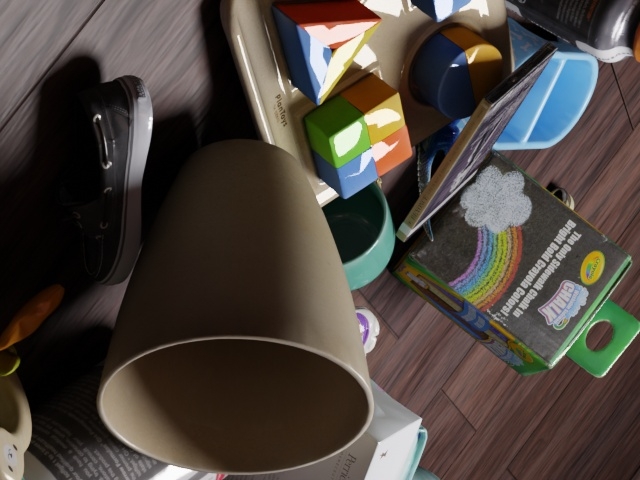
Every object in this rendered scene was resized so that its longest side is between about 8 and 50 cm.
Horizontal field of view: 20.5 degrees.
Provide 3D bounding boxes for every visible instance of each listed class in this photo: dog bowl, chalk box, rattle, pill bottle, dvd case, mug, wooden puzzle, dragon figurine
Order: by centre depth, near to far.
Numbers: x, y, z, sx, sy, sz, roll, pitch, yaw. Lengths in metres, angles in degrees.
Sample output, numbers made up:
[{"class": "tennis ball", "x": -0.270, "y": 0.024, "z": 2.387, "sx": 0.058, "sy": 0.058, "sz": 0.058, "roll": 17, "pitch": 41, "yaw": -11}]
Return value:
[{"class": "rattle", "x": -0.260, "y": 0.162, "z": 1.607, "sx": 0.143, "sy": 0.199, "sz": 0.130, "roll": -22, "pitch": 163, "yaw": 0}, {"class": "pill bottle", "x": -0.245, "y": 0.243, "z": 1.771, "sx": 0.318, "sy": 0.176, "sz": 0.176, "roll": -35, "pitch": 147, "yaw": -36}, {"class": "wooden puzzle", "x": 0.074, "y": -0.199, "z": 1.820, "sx": 0.348, "sy": 0.080, "sz": 0.322, "roll": -37, "pitch": 139, "yaw": -19}, {"class": "dvd case", "x": 0.171, "y": -0.109, "z": 1.949, "sx": 0.164, "sy": 0.018, "sz": 0.221, "roll": -41, "pitch": 166, "yaw": -47}, {"class": "mug", "x": 0.005, "y": -0.008, "z": 1.983, "sx": 0.097, "sy": 0.158, "sz": 0.129, "roll": 64, "pitch": 32, "yaw": -63}, {"class": "pill bottle", "x": 0.304, "y": -0.286, "z": 2.013, "sx": 0.130, "sy": 0.246, "sz": 0.130, "roll": -39, "pitch": 149, "yaw": -29}, {"class": "dragon figurine", "x": 0.128, "y": -0.146, "z": 2.052, "sx": 0.144, "sy": 0.085, "sz": 0.289, "roll": 0, "pitch": 116, "yaw": -57}, {"class": "chalk box", "x": 0.263, "y": 0.052, "z": 2.230, "sx": 0.180, "sy": 0.289, "sz": 0.179, "roll": -51, "pitch": 180, "yaw": -9}, {"class": "dog bowl", "x": 0.256, "y": -0.191, "z": 2.235, "sx": 0.297, "sy": 0.074, "sz": 0.166, "roll": -7, "pitch": 126, "yaw": -58}]

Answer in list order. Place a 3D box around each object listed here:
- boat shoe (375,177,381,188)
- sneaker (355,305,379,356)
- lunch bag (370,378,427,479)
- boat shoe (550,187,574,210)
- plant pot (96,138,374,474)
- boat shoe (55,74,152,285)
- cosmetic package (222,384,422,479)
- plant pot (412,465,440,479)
[{"class": "boat shoe", "x": 0.047, "y": -0.061, "z": 2.065, "sx": 0.045, "sy": 0.050, "sz": 0.135, "roll": -47, "pitch": 162, "yaw": -25}, {"class": "sneaker", "x": 0.015, "y": 0.160, "z": 2.261, "sx": 0.071, "sy": 0.068, "sz": 0.170, "roll": -2, "pitch": 114, "yaw": -41}, {"class": "lunch bag", "x": -0.011, "y": 0.274, "z": 2.143, "sx": 0.160, "sy": 0.223, "sz": 0.262, "roll": -22, "pitch": 139, "yaw": -37}, {"class": "boat shoe", "x": 0.314, "y": -0.011, "z": 2.564, "sx": 0.152, "sy": 0.056, "sz": 0.049, "roll": -62, "pitch": 150, "yaw": -9}, {"class": "plant pot", "x": -0.080, "y": 0.046, "z": 1.714, "sx": 0.256, "sy": 0.256, "sz": 0.274, "roll": 80, "pitch": 7, "yaw": -54}, {"class": "boat shoe", "x": -0.207, "y": -0.048, "z": 1.627, "sx": 0.076, "sy": 0.080, "sz": 0.228, "roll": -11, "pitch": 137, "yaw": -29}, {"class": "cosmetic package", "x": -0.076, "y": 0.284, "z": 1.979, "sx": 0.097, "sy": 0.284, "sz": 0.377, "roll": -20, "pitch": 137, "yaw": -50}, {"class": "plant pot", "x": 0.014, "y": 0.410, "z": 2.324, "sx": 0.196, "sy": 0.293, "sz": 0.293, "roll": 25, "pitch": 99, "yaw": -37}]
